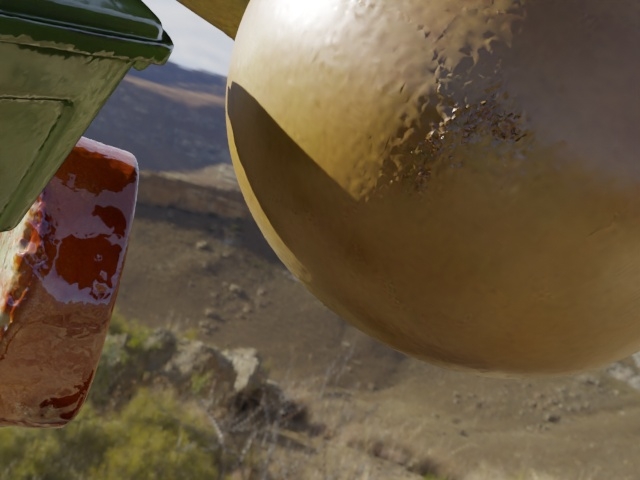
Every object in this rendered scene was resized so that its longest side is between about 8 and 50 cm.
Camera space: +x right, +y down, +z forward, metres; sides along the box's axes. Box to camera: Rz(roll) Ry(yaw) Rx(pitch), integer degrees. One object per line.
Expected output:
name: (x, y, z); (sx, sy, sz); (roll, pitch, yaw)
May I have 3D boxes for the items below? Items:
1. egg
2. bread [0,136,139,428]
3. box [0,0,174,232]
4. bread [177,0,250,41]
egg: (0.089, -0.071, 0.528); (0.283, 0.282, 0.351); (15, 23, -23)
bread: (-0.296, 0.039, 0.979); (0.114, 0.327, 0.295); (16, -20, -24)
box: (-0.274, -0.139, 0.462); (0.329, 0.177, 0.253); (39, 17, 9)
bread: (-0.099, -0.459, 1.086); (0.264, 0.395, 0.239); (15, -10, 45)
